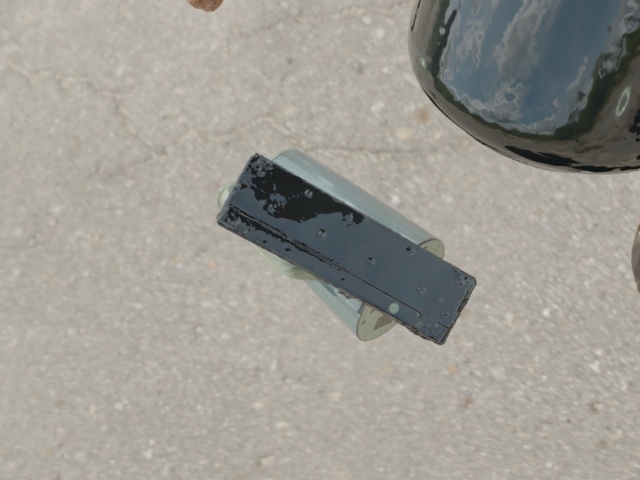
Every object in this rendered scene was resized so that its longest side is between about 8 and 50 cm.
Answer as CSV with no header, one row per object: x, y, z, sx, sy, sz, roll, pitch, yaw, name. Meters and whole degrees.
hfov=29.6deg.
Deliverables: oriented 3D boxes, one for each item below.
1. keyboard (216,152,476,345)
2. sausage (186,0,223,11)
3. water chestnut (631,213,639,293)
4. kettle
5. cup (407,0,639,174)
0.024,0.009,1.057,0.231,0.023,0.072,29,85,-7,keyboard
-0.087,-0.221,0.957,0.034,0.034,0.083,-2,68,29,sausage
0.502,0.042,1.424,0.300,0.300,0.300,-9,71,27,water chestnut
0.000,0.000,1.523,0.243,0.210,0.160,39,125,23,kettle
0.144,-0.154,0.641,0.169,0.177,0.223,15,41,5,cup
